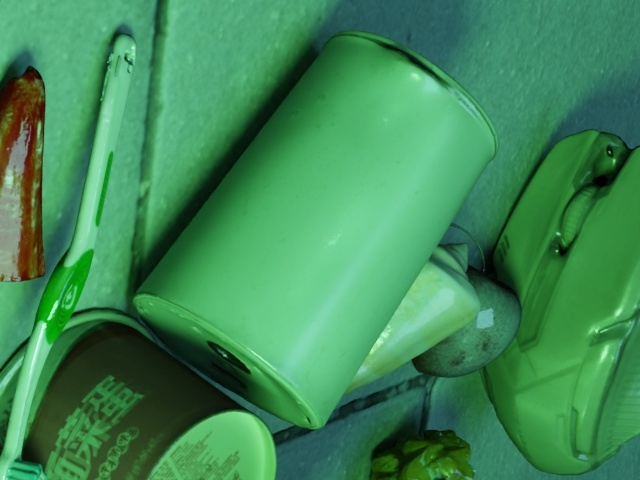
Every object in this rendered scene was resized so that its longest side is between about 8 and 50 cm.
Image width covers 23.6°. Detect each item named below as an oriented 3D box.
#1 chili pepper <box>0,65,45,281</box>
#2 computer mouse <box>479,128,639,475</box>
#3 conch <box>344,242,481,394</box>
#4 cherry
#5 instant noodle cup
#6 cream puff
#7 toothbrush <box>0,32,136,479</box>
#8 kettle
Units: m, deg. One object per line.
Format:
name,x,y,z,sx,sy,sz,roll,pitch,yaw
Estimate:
chili pepper,-0.240,-0.053,1.189,0.088,0.065,0.169,0,106,-52
computer mouse,0.291,0.086,1.795,0.145,0.228,0.429,-6,114,-44
conch,0.049,0.071,1.576,0.255,0.158,0.127,-30,101,-21
cherry,0.139,0.080,1.711,0.148,0.115,0.188,-36,144,25
instant noodle cup,-0.161,0.195,1.324,0.235,0.178,0.235,-27,127,-42
cream puff,0.116,0.287,1.776,0.156,0.121,0.156,180,-90,-90
toothbrush,-0.209,0.033,1.243,0.042,0.040,0.418,32,69,-74
kettle,0.010,0.003,1.416,0.318,0.205,0.265,-57,140,-17
